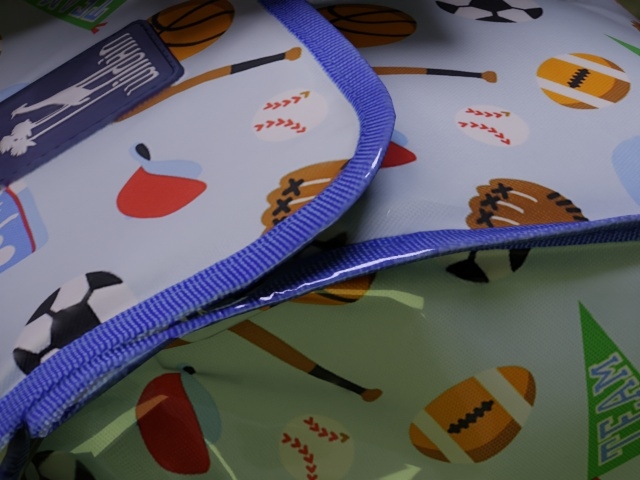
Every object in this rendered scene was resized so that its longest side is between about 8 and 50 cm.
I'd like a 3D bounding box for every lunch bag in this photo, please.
[{"bbox_3d":[0.000,0.000,0.852,0.385,0.328,0.239,-4,118,-21],"label":"lunch bag"}]
